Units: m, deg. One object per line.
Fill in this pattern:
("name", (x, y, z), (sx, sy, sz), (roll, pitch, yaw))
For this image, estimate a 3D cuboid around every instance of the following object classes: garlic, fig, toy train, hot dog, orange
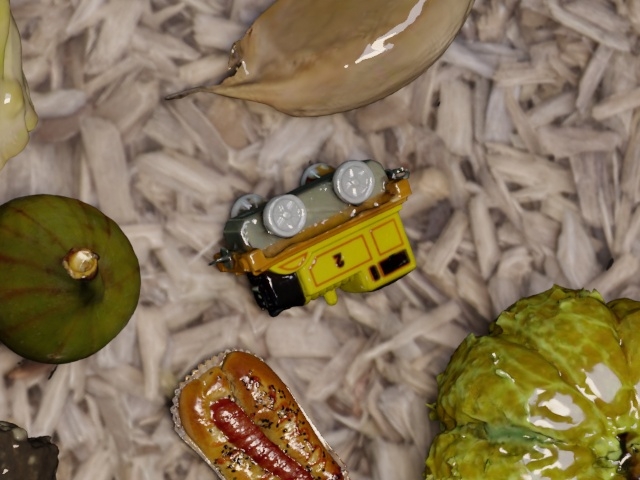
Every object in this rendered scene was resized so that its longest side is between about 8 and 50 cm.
("garlic", (0.031, -0.213, 1.851), (0.196, 0.151, 0.338), (30, 77, 16))
("fig", (-0.198, 0.025, 1.632), (0.151, 0.259, 0.151), (4, 82, -28))
("toy train", (0.000, 0.000, 1.805), (0.219, 0.089, 0.127), (-26, 100, -24))
("hot dog", (-0.051, 0.185, 1.767), (0.108, 0.059, 0.191), (-40, 97, -18))
("orange", (0.240, 0.199, 1.787), (0.300, 0.223, 0.301), (11, 79, -7))

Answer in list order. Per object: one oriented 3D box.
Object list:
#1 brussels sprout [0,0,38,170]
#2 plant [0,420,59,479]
("brussels sprout", (-0.391, -0.166, 1.617), (0.274, 0.243, 0.316), (-35, 99, -47))
("plant", (-0.317, 0.268, 1.602), (0.146, 0.149, 0.274), (33, 75, -39))
